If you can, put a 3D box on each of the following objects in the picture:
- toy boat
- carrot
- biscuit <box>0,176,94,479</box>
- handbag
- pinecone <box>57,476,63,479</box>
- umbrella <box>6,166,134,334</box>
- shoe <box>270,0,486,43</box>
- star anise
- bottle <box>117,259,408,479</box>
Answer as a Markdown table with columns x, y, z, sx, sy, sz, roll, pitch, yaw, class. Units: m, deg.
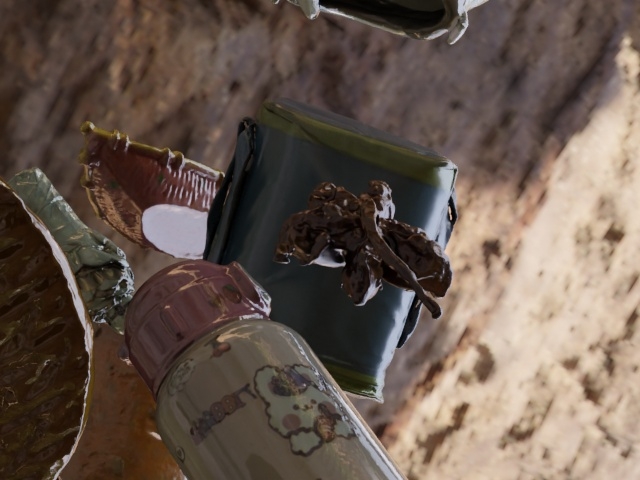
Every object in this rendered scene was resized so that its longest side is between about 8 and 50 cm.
| x | y | z | sx | sy | sz | roll | pitch | yaw | class |
| --- | --- | --- | --- | --- | --- | --- | --- | --- | --- |
| -0.167 | -0.043 | 1.784 | 0.141 | 0.318 | 0.099 | -35 | -119 | 15 | toy boat |
| -0.250 | 0.268 | 1.946 | 0.224 | 0.224 | 0.340 | 8 | -98 | 45 | carrot |
| -0.226 | 0.044 | 0.695 | 0.262 | 0.262 | 0.037 | -41 | -159 | 21 | biscuit |
| 0.000 | 0.000 | 1.520 | 0.263 | 0.222 | 0.241 | -135 | -116 | -81 | handbag |
| -0.348 | 0.224 | 1.349 | 0.242 | 0.296 | 0.298 | -36 | -114 | 36 | pinecone |
| -0.180 | 0.012 | 1.135 | 0.062 | 0.067 | 0.143 | -44 | -95 | 10 | umbrella |
| -0.014 | -0.225 | 1.094 | 0.159 | 0.316 | 0.124 | -75 | -170 | -50 | shoe |
| 0.039 | 0.010 | 1.059 | 0.190 | 0.097 | 0.070 | 50 | -43 | 48 | star anise |
| -0.036 | 0.112 | 0.949 | 0.110 | 0.110 | 0.233 | -46 | -119 | 17 | bottle |
